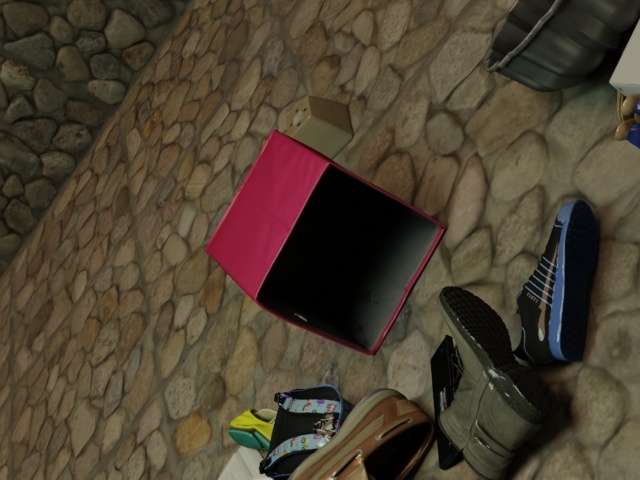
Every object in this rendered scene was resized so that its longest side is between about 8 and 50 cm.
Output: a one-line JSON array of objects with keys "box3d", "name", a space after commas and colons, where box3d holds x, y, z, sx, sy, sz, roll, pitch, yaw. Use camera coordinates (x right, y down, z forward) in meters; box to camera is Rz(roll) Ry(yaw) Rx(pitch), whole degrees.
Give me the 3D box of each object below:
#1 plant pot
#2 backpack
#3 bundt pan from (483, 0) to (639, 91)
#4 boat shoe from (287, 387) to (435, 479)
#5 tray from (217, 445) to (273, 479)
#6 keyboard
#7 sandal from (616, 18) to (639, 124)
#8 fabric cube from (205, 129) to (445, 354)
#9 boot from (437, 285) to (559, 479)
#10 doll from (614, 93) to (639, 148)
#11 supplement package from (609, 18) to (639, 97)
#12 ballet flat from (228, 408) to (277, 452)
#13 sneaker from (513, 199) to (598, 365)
[{"box3d": [-0.009, -0.228, 2.205, 0.109, 0.096, 0.109, -44, 33, 29], "name": "plant pot"}, {"box3d": [0.001, 0.309, 1.725, 0.173, 0.117, 0.158, -22, 48, 50], "name": "backpack"}, {"box3d": [0.383, -0.351, 1.587, 0.331, 0.124, 0.331, -55, 6, 9], "name": "bundt pan"}, {"box3d": [0.044, 0.354, 1.567, 0.116, 0.123, 0.324, 17, 64, 50], "name": "boat shoe"}, {"box3d": [-0.182, 0.494, 1.954, 0.270, 0.030, 0.145, -58, 29, 7], "name": "tray"}, {"box3d": [0.197, 0.230, 1.583, 0.100, 0.038, 0.192, 115, 160, -49], "name": "keyboard"}, {"box3d": [0.445, -0.232, 1.534, 0.049, 0.072, 0.180, 143, 143, -74], "name": "sandal"}, {"box3d": [0.000, 0.000, 1.843, 0.259, 0.254, 0.258, -61, 30, 4], "name": "fabric cube"}, {"box3d": [0.199, 0.194, 1.467, 0.161, 0.083, 0.246, -58, 48, 32], "name": "boot"}, {"box3d": [0.461, -0.113, 1.375, 0.189, 0.046, 0.129, 38, 135, 39], "name": "doll"}, {"box3d": [0.484, -0.258, 1.440, 0.105, 0.105, 0.179, 22, 84, 60], "name": "supplement package"}, {"box3d": [-0.086, 0.334, 1.897, 0.077, 0.077, 0.231, -44, 22, -20], "name": "ballet flat"}, {"box3d": [0.313, 0.055, 1.478, 0.090, 0.081, 0.232, -10, 59, 46], "name": "sneaker"}]
